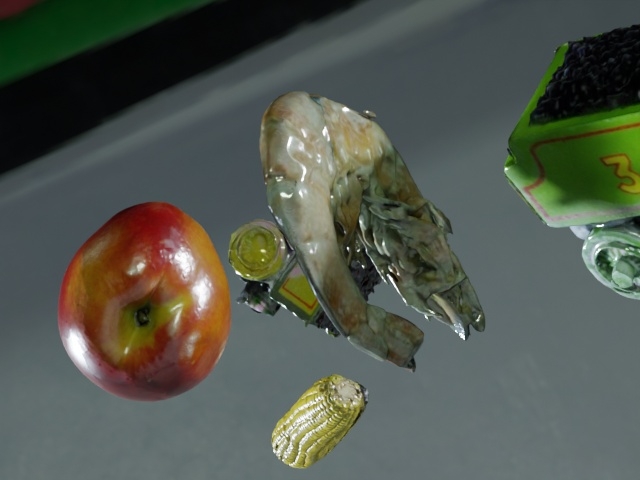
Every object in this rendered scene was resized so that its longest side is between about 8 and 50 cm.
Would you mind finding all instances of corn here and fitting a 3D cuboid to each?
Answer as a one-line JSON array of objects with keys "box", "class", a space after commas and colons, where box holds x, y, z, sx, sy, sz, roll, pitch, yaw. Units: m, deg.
[{"box": [-0.001, 0.204, 1.844, 0.072, 0.072, 0.203, -20, -17, -26], "class": "corn"}]

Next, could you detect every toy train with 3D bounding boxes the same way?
[{"box": [0.000, 0.000, 2.138, 0.261, 0.177, 0.134, -56, -25, 3], "class": "toy train"}, {"box": [0.323, -0.077, 1.503, 0.307, 0.249, 0.173, -9, 42, 49], "class": "toy train"}]

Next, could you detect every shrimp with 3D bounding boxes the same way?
[{"box": [0.050, 0.010, 1.471, 0.085, 0.247, 0.360, -20, -42, 26], "class": "shrimp"}]

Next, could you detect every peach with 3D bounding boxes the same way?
[{"box": [-0.203, 0.070, 1.889, 0.199, 0.243, 0.243, 1, -16, -2], "class": "peach"}]
